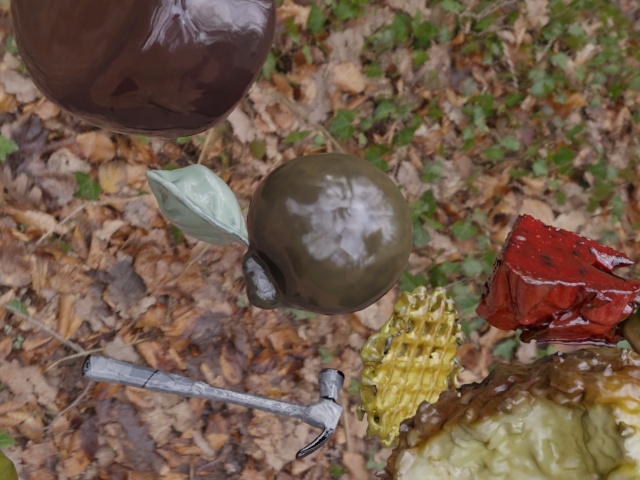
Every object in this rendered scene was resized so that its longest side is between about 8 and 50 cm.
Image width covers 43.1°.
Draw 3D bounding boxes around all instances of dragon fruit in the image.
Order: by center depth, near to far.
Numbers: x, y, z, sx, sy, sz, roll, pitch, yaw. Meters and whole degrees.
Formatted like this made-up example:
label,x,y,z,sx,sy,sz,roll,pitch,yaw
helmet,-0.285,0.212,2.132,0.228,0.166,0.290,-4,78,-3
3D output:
label,x,y,z,sx,sy,sz,roll,pitch,yaw
dragon fruit,0.245,0.056,0.748,0.192,0.092,0.122,13,31,1

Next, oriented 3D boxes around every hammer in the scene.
label,x,y,z,sx,sy,sz,roll,pitch,yaw
hammer,-0.175,0.239,1.316,0.427,0.044,0.152,14,58,2

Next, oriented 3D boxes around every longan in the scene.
label,x,y,z,sx,sy,sz,roll,pitch,yaw
longan,0.000,0.000,0.885,0.204,0.159,0.185,-42,104,2

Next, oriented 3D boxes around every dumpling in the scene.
label,x,y,z,sx,sy,sz,roll,pitch,yaw
dumpling,-0.176,-0.059,1.278,0.219,0.153,0.108,32,67,-42

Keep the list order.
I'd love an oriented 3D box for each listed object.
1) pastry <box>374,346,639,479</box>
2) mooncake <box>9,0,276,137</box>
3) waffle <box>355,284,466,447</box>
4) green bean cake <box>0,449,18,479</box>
label,x,y,z,sx,sy,sz,roll,pitch,yaw
pastry,0.259,0.281,0.935,0.337,0.405,0.292,22,39,-57
mooncake,-0.186,-0.274,0.860,0.174,0.326,0.333,12,84,-45
waffle,0.163,0.219,1.384,0.262,0.060,0.280,-41,126,-24
green bean cake,-0.356,0.306,0.708,0.124,0.233,0.236,1,109,8
